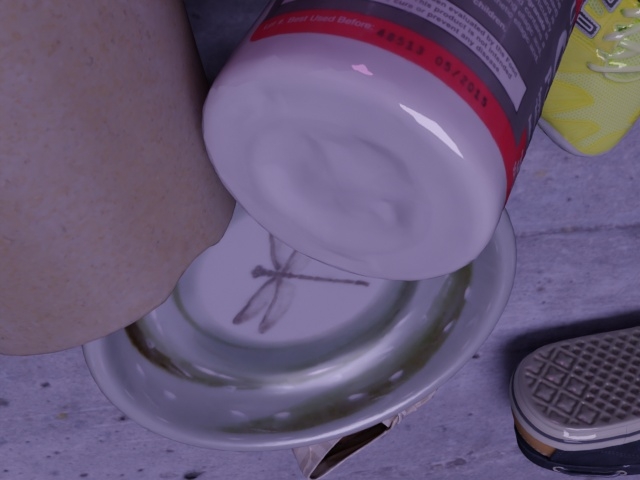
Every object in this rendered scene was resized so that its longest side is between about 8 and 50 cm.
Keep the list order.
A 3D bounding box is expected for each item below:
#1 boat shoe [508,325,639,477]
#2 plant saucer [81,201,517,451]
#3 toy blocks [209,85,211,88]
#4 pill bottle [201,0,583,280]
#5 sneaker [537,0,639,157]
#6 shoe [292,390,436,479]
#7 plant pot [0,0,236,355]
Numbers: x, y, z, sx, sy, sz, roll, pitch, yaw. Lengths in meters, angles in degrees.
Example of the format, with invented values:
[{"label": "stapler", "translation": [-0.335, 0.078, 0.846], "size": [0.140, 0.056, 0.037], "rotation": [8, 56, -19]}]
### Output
[{"label": "boat shoe", "translation": [0.472, 0.192, 1.012], "size": [0.500, 0.187, 0.156], "rotation": [-7, 139, -6]}, {"label": "plant saucer", "translation": [-0.019, 0.043, 0.763], "size": [0.400, 0.101, 0.400], "rotation": [-9, 133, -10]}, {"label": "toy blocks", "translation": [-0.144, -0.059, 0.712], "size": [0.123, 0.054, 0.148], "rotation": [-3, 129, -12]}, {"label": "pill bottle", "translation": [0.071, -0.147, 0.519], "size": [0.176, 0.319, 0.176], "rotation": [20, 149, 13]}, {"label": "sneaker", "translation": [0.245, -0.218, 0.625], "size": [0.145, 0.147, 0.385], "rotation": [-10, 132, -10]}, {"label": "shoe", "translation": [0.060, 0.225, 0.999], "size": [0.219, 0.058, 0.076], "rotation": [-34, 129, 14]}, {"label": "plant pot", "translation": [-0.204, -0.107, 0.471], "size": [0.333, 0.334, 0.305], "rotation": [-20, 131, 2]}]
